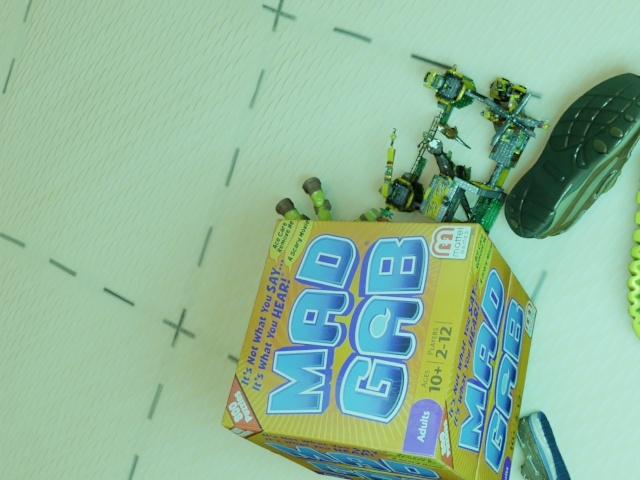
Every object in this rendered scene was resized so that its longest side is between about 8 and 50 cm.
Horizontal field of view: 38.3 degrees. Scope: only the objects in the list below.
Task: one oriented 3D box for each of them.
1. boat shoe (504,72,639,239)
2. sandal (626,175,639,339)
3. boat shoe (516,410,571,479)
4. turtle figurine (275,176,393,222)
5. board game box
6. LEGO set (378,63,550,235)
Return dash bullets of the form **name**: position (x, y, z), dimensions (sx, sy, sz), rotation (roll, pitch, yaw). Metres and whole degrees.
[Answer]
- **boat shoe**: position (0.443, -0.133, 1.541), dimensions (0.324, 0.120, 0.122), rotation (-52, 48, 25)
- **sandal**: position (0.568, 0.020, 1.469), dimensions (0.138, 0.126, 0.317), rotation (7, 94, 25)
- **boat shoe**: position (0.385, 0.393, 1.597), dimensions (0.066, 0.066, 0.183), rotation (-25, 67, 31)
- **turtle figurine**: position (0.000, 0.000, 1.799), dimensions (0.269, 0.087, 0.217), rotation (-43, 70, 21)
- **board game box**: position (0.116, 0.201, 1.516), dimensions (0.357, 0.356, 0.356), rotation (2, 66, 29)
- **LEGO set**: position (0.227, -0.150, 1.617), dimensions (0.255, 0.192, 0.331), rotation (39, 107, 24)
